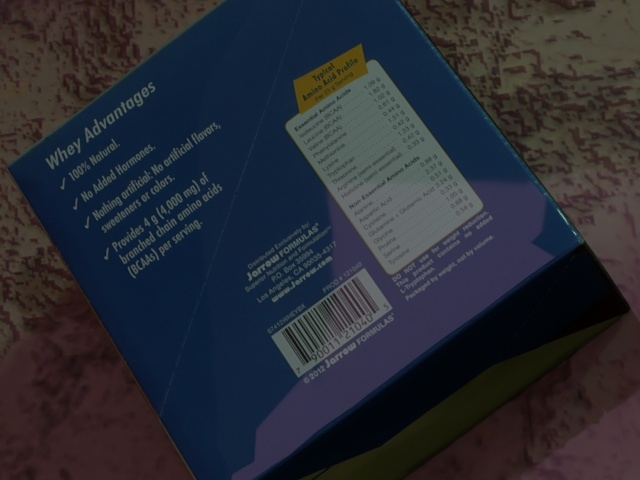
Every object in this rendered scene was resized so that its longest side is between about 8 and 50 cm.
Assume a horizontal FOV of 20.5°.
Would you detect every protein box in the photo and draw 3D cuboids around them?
[{"bbox_3d":[0.000,0.000,0.842,0.200,0.136,0.201,-37,66,5],"label":"protein box"}]
